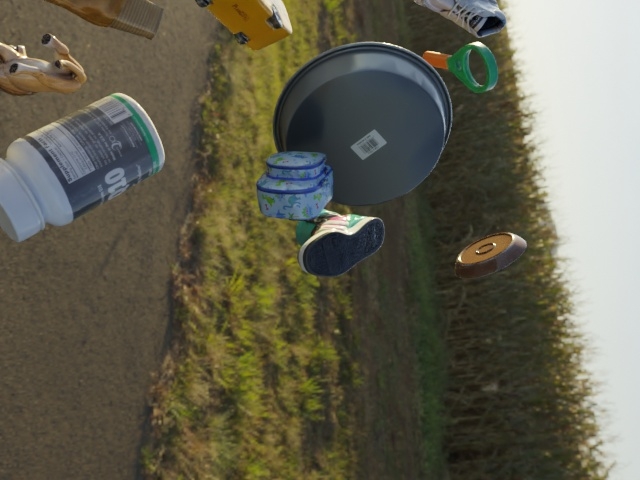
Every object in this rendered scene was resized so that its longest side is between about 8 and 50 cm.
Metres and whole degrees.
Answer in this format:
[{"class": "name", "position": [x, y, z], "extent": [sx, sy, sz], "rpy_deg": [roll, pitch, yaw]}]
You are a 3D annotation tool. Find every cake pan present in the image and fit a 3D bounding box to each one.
[{"class": "cake pan", "position": [0.070, -0.170, 1.082], "extent": [0.054, 0.293, 0.293], "rpy_deg": [-95, 167, -49]}]

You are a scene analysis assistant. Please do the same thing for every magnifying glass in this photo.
[{"class": "magnifying glass", "position": [0.268, -0.344, 1.313], "extent": [0.231, 0.026, 0.092], "rpy_deg": [38, -32, 59]}]

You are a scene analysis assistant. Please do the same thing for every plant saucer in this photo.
[{"class": "plant saucer", "position": [0.369, 0.028, 1.493], "extent": [0.029, 0.168, 0.168], "rpy_deg": [60, 21, -14]}]

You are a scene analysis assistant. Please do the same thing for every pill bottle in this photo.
[{"class": "pill bottle", "position": [-0.543, -0.160, 1.473], "extent": [0.361, 0.204, 0.204], "rpy_deg": [-36, 124, -29]}]

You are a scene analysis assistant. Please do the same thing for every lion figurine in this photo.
[{"class": "lion figurine", "position": [-0.708, -0.420, 1.685], "extent": [0.240, 0.392, 0.142], "rpy_deg": [31, 79, -64]}]

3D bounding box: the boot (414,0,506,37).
[{"class": "boot", "position": [0.308, -0.504, 1.446], "extent": [0.258, 0.095, 0.123], "rpy_deg": [-14, 63, -42]}]

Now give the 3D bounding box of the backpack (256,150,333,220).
[{"class": "backpack", "position": [-0.040, -0.081, 0.971], "extent": [0.114, 0.105, 0.084], "rpy_deg": [-63, 153, -60]}]

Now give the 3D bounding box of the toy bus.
[{"class": "toy bus", "position": [-0.173, -0.527, 1.457], "extent": [0.332, 0.108, 0.130], "rpy_deg": [25, 48, -68]}]

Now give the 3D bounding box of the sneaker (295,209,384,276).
[{"class": "sneaker", "position": [0.000, 0.000, 1.578], "extent": [0.295, 0.178, 0.124], "rpy_deg": [-20, 111, -50]}]

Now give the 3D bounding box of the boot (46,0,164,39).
[{"class": "boot", "position": [-0.353, -0.505, 1.149], "extent": [0.211, 0.104, 0.295], "rpy_deg": [19, 73, -31]}]
